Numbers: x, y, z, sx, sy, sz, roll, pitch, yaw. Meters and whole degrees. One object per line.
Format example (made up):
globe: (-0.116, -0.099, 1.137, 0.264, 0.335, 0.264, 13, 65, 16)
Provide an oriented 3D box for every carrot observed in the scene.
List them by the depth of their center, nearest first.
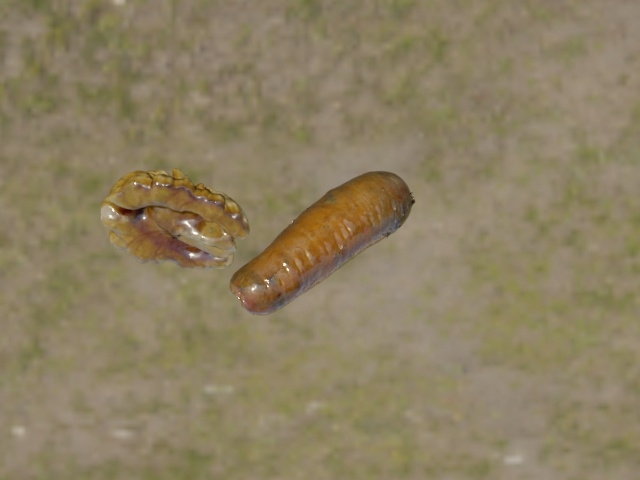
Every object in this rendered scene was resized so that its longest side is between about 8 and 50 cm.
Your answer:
carrot: (0.000, 0.000, 1.462, 0.186, 0.060, 0.060, -34, 170, -32)

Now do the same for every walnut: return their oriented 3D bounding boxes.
walnut: (-0.169, -0.028, 2.131, 0.170, 0.069, 0.143, 20, 138, -14)
